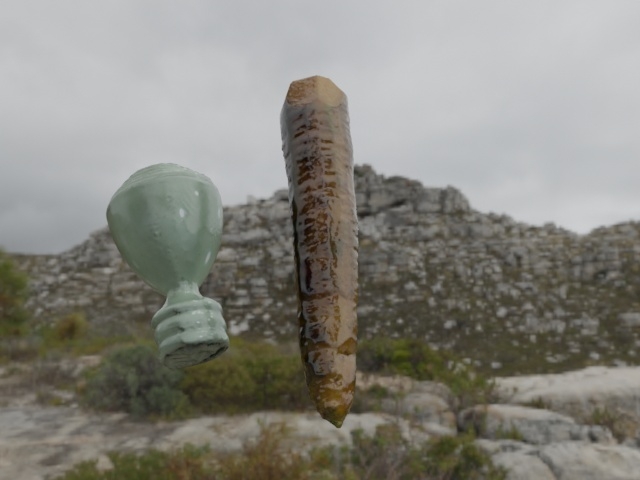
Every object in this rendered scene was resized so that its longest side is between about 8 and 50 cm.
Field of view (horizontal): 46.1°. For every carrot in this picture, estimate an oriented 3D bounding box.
[{"bbox_3d":[0.000,0.000,0.639,0.066,0.314,0.066,-2,-23,-1],"label":"carrot"}]

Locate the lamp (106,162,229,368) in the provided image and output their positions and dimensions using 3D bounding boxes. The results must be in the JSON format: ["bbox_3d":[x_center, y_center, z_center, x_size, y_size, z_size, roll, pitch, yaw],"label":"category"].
[{"bbox_3d":[-0.131,0.018,0.674,0.106,0.193,0.106,-13,-26,-6],"label":"lamp"}]
